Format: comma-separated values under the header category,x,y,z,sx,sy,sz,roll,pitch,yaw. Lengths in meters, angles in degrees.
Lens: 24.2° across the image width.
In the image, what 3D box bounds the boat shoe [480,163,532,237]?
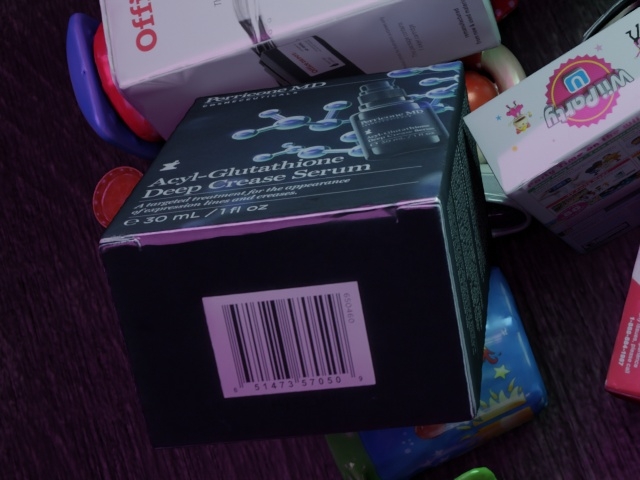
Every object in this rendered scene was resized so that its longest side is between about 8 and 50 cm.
category,x,y,z,sx,sy,sz,roll,pitch,yaw
boat shoe,0.122,-0.035,1.638,0.228,0.079,0.081,-5,36,6

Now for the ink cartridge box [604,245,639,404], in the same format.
category,x,y,z,sx,sy,sz,roll,pitch,yaw
ink cartridge box,0.463,0.086,1.476,0.306,0.131,0.226,14,83,24

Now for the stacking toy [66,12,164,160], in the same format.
category,x,y,z,sx,sy,sz,roll,pitch,yaw
stacking toy,-0.136,-0.230,1.790,0.302,0.166,0.175,-22,74,18

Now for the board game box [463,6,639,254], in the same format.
category,x,y,z,sx,sy,sz,roll,pitch,yaw
board game box,0.300,-0.102,1.494,0.224,0.303,0.097,-31,69,14

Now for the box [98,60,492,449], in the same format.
category,x,y,z,sx,sy,sz,roll,pitch,yaw
box,0.000,0.000,1.412,0.294,0.395,0.212,-7,111,11

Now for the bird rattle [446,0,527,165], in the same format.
category,x,y,z,sx,sy,sz,roll,pitch,yaw
bird rattle,0.148,-0.176,1.707,0.253,0.143,0.207,-44,76,-5

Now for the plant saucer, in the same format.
category,x,y,z,sx,sy,sz,roll,pitch,yaw
plant saucer,-0.249,-0.052,1.884,0.084,0.013,0.083,-6,75,23

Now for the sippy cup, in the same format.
category,x,y,z,sx,sy,sz,roll,pitch,yaw
sippy cup,0.113,0.136,1.578,0.224,0.240,0.305,-19,80,7

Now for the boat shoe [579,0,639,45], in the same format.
category,x,y,z,sx,sy,sz,roll,pitch,yaw
boat shoe,0.368,-0.252,1.632,0.206,0.065,0.075,-39,66,11

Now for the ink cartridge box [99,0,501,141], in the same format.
category,x,y,z,sx,sy,sz,roll,pitch,yaw
ink cartridge box,-0.035,-0.306,1.630,0.395,0.166,0.285,-16,65,11
